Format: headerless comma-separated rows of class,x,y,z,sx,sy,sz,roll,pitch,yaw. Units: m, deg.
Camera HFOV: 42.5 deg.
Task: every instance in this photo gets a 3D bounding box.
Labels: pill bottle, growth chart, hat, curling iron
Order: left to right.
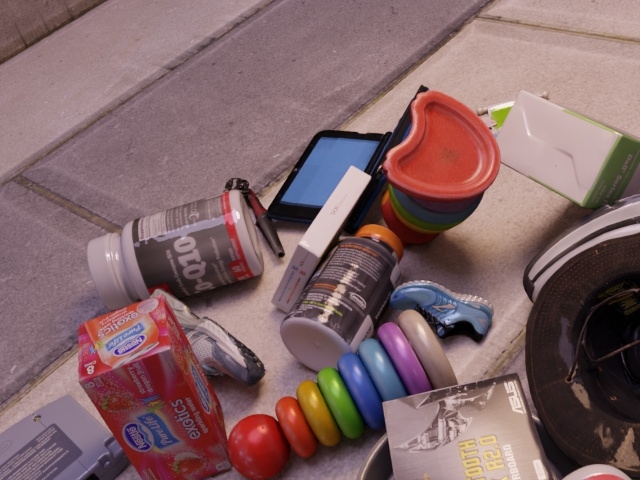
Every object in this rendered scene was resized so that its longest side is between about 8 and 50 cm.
pill bottle,-0.257,0.023,1.475,0.283,0.161,0.161,-17,39,2
curling iron,-0.124,-0.043,1.597,0.068,0.035,0.274,6,31,-32
pill bottle,0.047,0.083,1.309,0.130,0.130,0.246,9,46,30
growth chart,0.409,-0.222,1.620,0.171,0.021,0.237,-18,38,2
hat,0.417,0.153,1.036,0.331,0.134,0.331,-29,43,32

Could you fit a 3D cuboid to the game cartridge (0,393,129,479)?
game cartridge,-0.452,0.369,1.227,0.297,0.062,0.198,-40,39,-25

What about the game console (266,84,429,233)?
game console,0.054,-0.170,1.576,0.173,0.250,0.293,28,49,0

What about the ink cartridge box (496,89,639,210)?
ink cartridge box,0.466,-0.114,1.308,0.353,0.119,0.207,10,20,-39

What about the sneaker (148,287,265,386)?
sneaker,-0.204,0.187,1.330,0.283,0.110,0.122,22,71,42

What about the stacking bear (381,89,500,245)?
stacking bear,0.175,-0.083,1.350,0.164,0.289,0.175,26,69,3

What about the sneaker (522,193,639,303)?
sneaker,0.511,0.064,1.122,0.447,0.169,0.258,-24,57,22

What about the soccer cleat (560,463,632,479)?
soccer cleat,0.205,0.359,0.830,0.318,0.108,0.116,-44,1,5

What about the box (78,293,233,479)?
box,-0.227,0.220,1.151,0.128,0.257,0.123,-19,36,-2

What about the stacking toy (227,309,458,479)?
stacking toy,0.021,0.230,1.160,0.330,0.141,0.141,-27,39,-2

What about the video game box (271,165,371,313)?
video game box,0.000,0.000,1.390,0.048,0.187,0.205,32,51,1

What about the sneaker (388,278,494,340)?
sneaker,0.182,0.111,1.258,0.162,0.063,0.073,13,56,9

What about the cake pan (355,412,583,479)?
cake pan,0.186,0.330,1.022,0.293,0.054,0.293,-11,39,9

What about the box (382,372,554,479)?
box,0.181,0.279,0.995,0.183,0.056,0.231,-13,39,6
